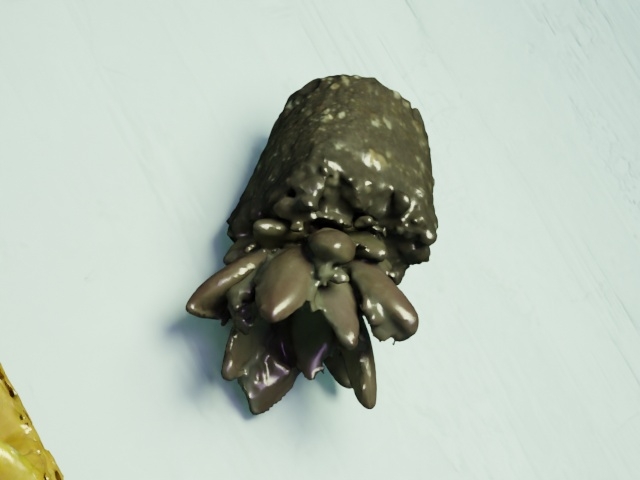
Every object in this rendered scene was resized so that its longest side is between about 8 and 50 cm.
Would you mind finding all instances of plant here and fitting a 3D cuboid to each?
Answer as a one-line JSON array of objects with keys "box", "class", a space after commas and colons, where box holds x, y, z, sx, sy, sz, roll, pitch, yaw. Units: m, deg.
[{"box": [0.000, 0.000, 1.272, 0.194, 0.181, 0.320, 27, 48, -19], "class": "plant"}]

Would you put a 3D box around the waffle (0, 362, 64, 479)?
[{"box": [-0.241, 0.131, 0.926, 0.095, 0.379, 0.382, -32, 76, -14], "class": "waffle"}]
